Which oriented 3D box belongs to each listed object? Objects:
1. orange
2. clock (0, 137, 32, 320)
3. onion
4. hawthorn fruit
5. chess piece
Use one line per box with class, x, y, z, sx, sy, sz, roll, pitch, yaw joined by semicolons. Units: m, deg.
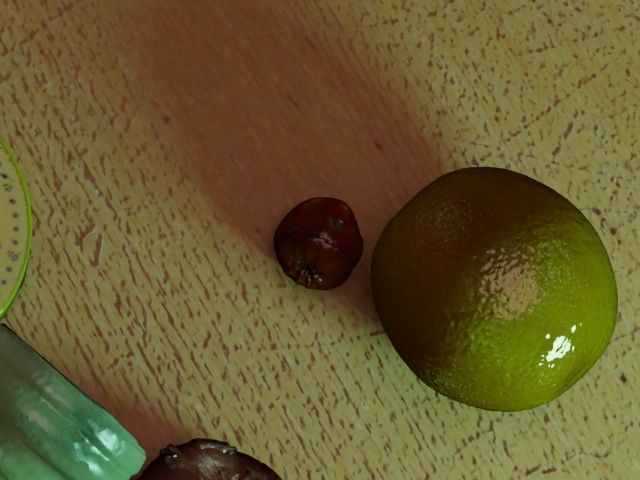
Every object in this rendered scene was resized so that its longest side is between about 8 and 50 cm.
orange;0.161;0.046;1.737;0.236;0.236;0.236;3;76;-12
clock;-0.403;-0.011;1.699;0.277;0.071;0.293;35;72;-2
onion;-0.098;0.273;1.671;0.184;0.147;0.184;22;28;-13
hawthorn fruit;0.000;0.000;1.786;0.093;0.093;0.093;3;76;-12
chess piece;-0.312;0.235;1.614;0.194;0.194;0.299;41;81;-1
